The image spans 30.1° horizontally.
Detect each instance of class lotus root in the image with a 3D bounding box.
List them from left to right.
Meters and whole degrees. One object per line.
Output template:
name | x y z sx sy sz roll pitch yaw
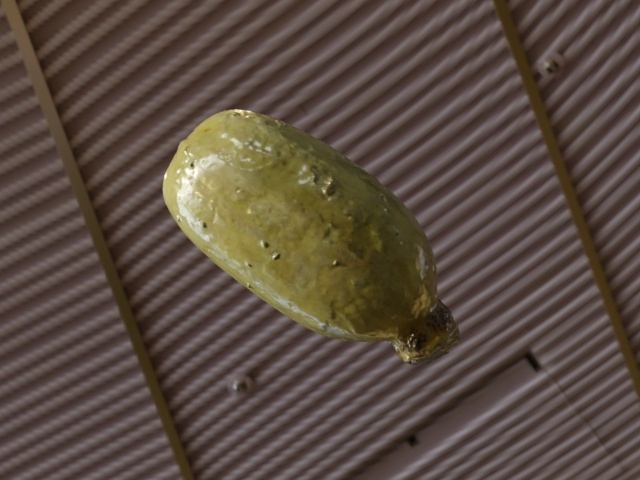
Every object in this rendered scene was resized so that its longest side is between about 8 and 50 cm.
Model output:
lotus root | 0.000 0.000 0.636 0.183 0.077 0.090 39 -96 8
